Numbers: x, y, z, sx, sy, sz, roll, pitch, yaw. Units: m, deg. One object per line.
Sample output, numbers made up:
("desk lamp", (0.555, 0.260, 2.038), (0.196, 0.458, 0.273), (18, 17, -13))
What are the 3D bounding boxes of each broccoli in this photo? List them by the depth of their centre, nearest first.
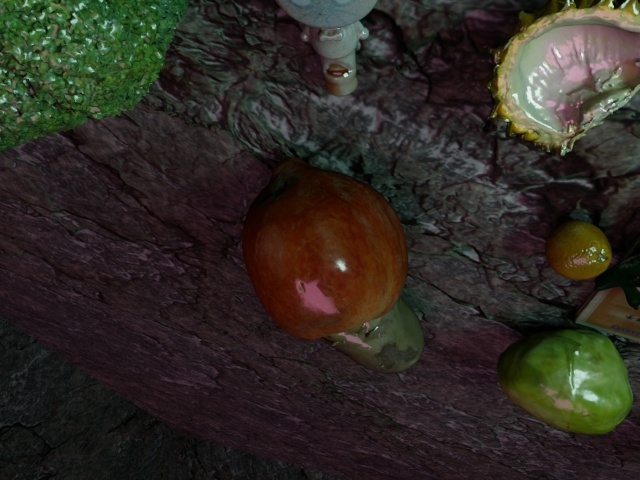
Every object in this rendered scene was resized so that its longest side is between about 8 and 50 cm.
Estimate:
("broccoli", (-0.305, -0.234, 0.583), (0.321, 0.310, 0.413), (43, 180, -23))

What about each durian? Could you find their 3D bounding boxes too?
("durian", (0.246, -0.172, 0.540), (0.224, 0.078, 0.140), (-28, 113, 41))

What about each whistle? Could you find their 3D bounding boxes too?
("whistle", (0.011, -0.230, 0.618), (0.107, 0.057, 0.220), (0, 152, 10))

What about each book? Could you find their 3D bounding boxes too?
("book", (0.476, 0.084, 0.864), (0.170, 0.018, 0.241), (16, 150, 11))

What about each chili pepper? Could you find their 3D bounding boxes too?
("chili pepper", (0.413, 0.022, 0.736), (0.098, 0.061, 0.224), (14, 142, 2))

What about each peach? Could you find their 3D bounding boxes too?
("peach", (0.000, 0.000, 0.863), (0.232, 0.256, 0.232), (-13, 179, 0))

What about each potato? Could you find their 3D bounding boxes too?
("potato", (0.076, 0.139, 1.096), (0.165, 0.165, 0.262), (-9, 135, 43))

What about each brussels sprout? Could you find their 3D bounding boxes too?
("brussels sprout", (0.396, 0.231, 1.017), (0.223, 0.161, 0.223), (10, 146, 7))

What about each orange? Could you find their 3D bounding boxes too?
("orange", (0.327, 0.013, 0.787), (0.085, 0.085, 0.085), (17, 151, 10))
